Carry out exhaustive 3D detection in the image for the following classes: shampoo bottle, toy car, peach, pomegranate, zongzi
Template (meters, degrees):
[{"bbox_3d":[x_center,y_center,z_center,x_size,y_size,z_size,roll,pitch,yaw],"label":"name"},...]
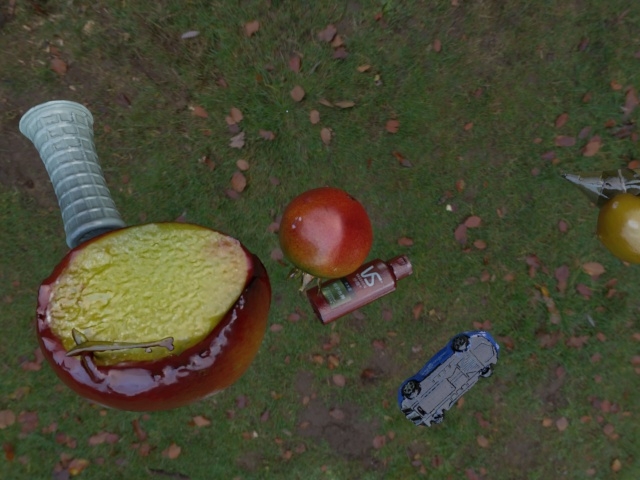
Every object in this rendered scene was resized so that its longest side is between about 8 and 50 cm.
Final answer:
[{"bbox_3d":[0.118,0.131,1.368,0.314,0.118,0.076,-23,143,-13],"label":"shampoo bottle"},{"bbox_3d":[0.232,0.246,0.871,0.216,0.063,0.103,-44,112,0],"label":"toy car"},{"bbox_3d":[0.556,-0.021,0.816,0.138,0.138,0.138,-1,105,-4],"label":"peach"},{"bbox_3d":[-0.297,0.153,0.905,0.406,0.335,0.310,-13,146,-18],"label":"peach"},{"bbox_3d":[0.000,0.000,1.106,0.221,0.221,0.256,25,95,-10],"label":"pomegranate"},{"bbox_3d":[0.566,-0.067,0.931,0.176,0.078,0.160,-3,120,15],"label":"zongzi"}]

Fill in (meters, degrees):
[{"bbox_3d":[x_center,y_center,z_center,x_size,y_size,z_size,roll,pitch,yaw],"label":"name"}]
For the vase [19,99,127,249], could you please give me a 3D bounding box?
[{"bbox_3d":[-0.498,-0.128,0.968,0.143,0.143,0.298,-30,72,4],"label":"vase"}]
